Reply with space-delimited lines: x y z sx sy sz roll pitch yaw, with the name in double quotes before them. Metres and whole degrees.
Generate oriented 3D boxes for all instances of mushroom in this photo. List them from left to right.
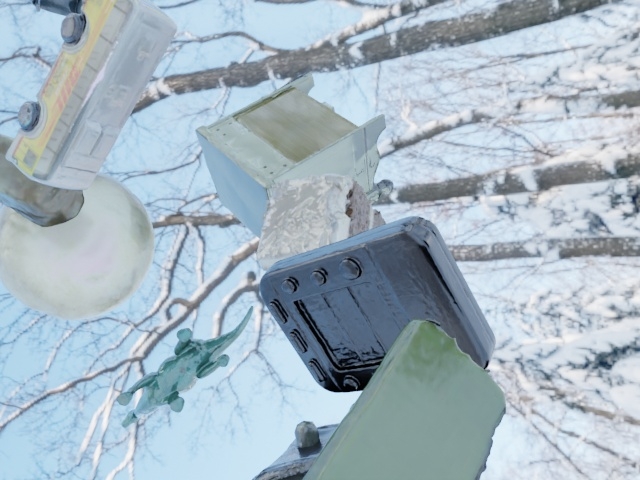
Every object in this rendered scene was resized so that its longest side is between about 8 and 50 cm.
"mushroom" -0.522 0.028 1.269 0.356 0.315 0.315 -47 -42 13

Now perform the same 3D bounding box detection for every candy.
"candy" -0.540 -0.114 1.096 0.102 0.234 0.104 -57 -12 -25

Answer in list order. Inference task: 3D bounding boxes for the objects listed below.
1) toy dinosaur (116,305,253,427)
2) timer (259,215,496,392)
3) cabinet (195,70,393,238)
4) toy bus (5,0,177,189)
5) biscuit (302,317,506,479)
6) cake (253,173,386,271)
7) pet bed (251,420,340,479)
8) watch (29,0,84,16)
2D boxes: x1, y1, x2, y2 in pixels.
"toy dinosaur" -0.309 0.294 1.398 0.383 0.331 0.129 -39 -93 -16
"timer" 0.045 0.062 0.547 0.144 0.187 0.055 59 -140 -16
"cabinet" -0.051 -0.174 1.381 0.318 0.290 0.227 -34 -41 -21
"toy bus" -0.283 -0.184 0.764 0.268 0.106 0.092 -55 -24 14
"biscuit" 0.009 0.190 0.345 0.099 0.038 0.322 41 -117 -8
"cake" 0.000 0.000 0.804 0.147 0.135 0.135 41 -132 -47
"pet bed" -0.001 0.278 0.645 0.159 0.183 0.211 48 -174 14
"watch" -0.524 -0.522 1.319 0.193 0.207 0.068 -5 -80 -64
